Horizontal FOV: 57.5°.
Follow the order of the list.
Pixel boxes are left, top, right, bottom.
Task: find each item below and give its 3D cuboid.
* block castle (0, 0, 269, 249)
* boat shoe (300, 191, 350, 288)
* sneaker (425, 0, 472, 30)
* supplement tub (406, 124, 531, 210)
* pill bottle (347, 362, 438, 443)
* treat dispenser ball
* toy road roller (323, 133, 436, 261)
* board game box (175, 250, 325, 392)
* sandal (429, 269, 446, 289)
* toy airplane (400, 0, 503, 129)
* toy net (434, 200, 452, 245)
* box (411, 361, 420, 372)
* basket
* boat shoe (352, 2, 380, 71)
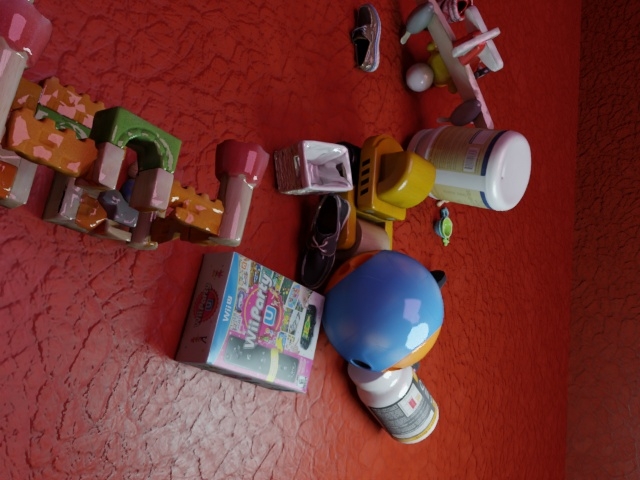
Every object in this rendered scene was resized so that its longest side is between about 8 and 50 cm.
[{"bbox_3d":[-0.326,-0.147,0.845,0.453,0.303,0.213,26,67,-48],"label":"block castle"},{"bbox_3d":[0.000,0.000,1.372,0.079,0.084,0.233,27,82,-73],"label":"boat shoe"},{"bbox_3d":[0.451,-0.794,1.957,0.270,0.145,0.090,-52,126,-39],"label":"sneaker"},{"bbox_3d":[0.433,-0.223,1.734,0.228,0.316,0.228,-17,115,-43],"label":"supplement tub"},{"bbox_3d":[0.192,0.402,1.548,0.278,0.162,0.162,56,48,-33],"label":"pill bottle"},{"bbox_3d":[0.144,0.164,1.379,0.288,0.288,0.288,5,84,-50],"label":"treat dispenser ball"},{"bbox_3d":[0.153,-0.104,1.471,0.202,0.240,0.329,15,76,-49],"label":"toy road roller"},{"bbox_3d":[-0.133,0.180,1.220,0.303,0.097,0.224,31,63,-45],"label":"board game box"},{"bbox_3d":[0.311,0.159,1.770,0.254,0.097,0.054,-54,130,-51],"label":"sandal"},{"bbox_3d":[0.389,-0.536,1.761,0.384,0.272,0.386,55,12,-48],"label":"toy airplane"},{"bbox_3d":[0.435,-0.105,1.969,0.122,0.045,0.232,35,61,-44],"label":"toy net"},{"bbox_3d":[0.229,0.349,1.656,0.052,0.083,0.062,-53,126,-38],"label":"box"},{"bbox_3d":[-0.017,-0.164,1.370,0.167,0.103,0.113,-3,85,-50],"label":"basket"},{"bbox_3d":[0.125,-0.562,1.605,0.066,0.066,0.183,-11,96,-49],"label":"boat shoe"}]
